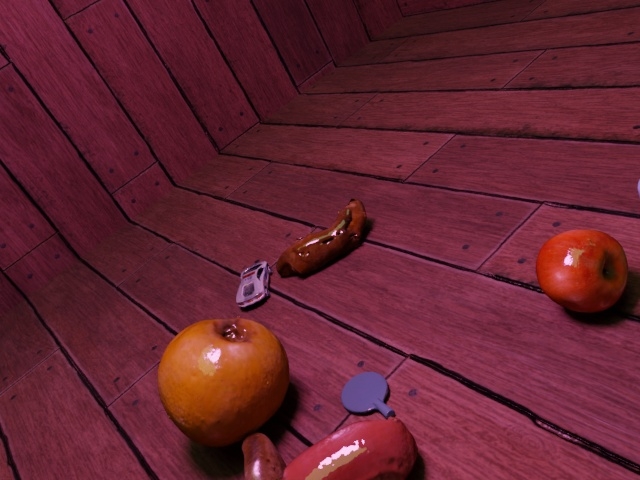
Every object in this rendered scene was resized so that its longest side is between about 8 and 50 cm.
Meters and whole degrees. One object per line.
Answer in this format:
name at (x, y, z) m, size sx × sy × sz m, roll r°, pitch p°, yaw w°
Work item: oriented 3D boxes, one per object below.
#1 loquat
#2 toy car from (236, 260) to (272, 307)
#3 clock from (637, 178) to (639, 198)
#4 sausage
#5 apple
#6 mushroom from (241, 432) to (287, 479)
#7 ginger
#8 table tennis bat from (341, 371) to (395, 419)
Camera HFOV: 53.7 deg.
loquat at (-0.203, 0.301, 1.320) m, size 0.275 × 0.274 × 0.275 m, roll -23°, pitch 29°, yaw 13°
toy car at (-0.193, 0.120, 1.817) m, size 0.095 × 0.056 × 0.205 m, roll -24°, pitch 29°, yaw 13°
clock at (0.796, -0.116, 1.241) m, size 0.224 × 0.094 × 0.274 m, roll -39°, pitch 31°, yaw -16°
sausage at (0.045, 0.389, 1.059) m, size 0.254 × 0.148 × 0.148 m, roll -31°, pitch 28°, yaw -4°
apple at (0.485, 0.056, 1.182) m, size 0.163 × 0.163 × 0.139 m, roll -44°, pitch 17°, yaw -25°
mushroom at (-0.106, 0.433, 1.189) m, size 0.072 × 0.094 × 0.210 m, roll -32°, pitch 24°, yaw 2°
ginger at (0.009, 0.005, 1.767) m, size 0.309 × 0.107 × 0.133 m, roll -36°, pitch 42°, yaw -4°
table tennis bat at (0.099, 0.313, 1.265) m, size 0.100 × 0.019 × 0.155 m, roll -38°, pitch 27°, yaw -15°
